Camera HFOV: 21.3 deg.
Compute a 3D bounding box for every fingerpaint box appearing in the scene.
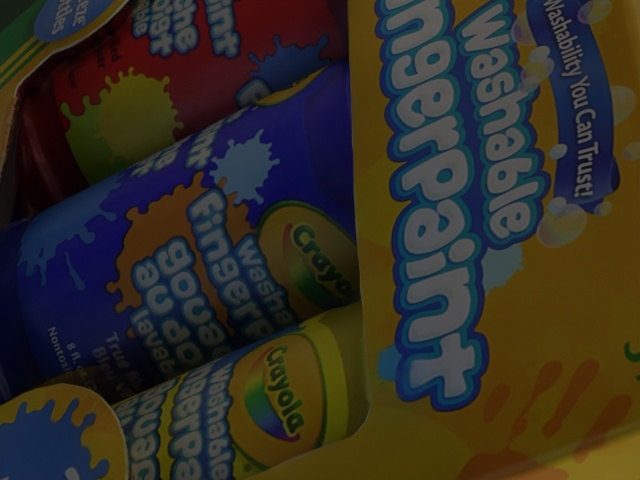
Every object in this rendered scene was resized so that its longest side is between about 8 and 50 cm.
[{"bbox_3d":[0.000,0.000,0.760,0.163,0.371,0.445,48,-152,-37],"label":"fingerpaint box"}]
